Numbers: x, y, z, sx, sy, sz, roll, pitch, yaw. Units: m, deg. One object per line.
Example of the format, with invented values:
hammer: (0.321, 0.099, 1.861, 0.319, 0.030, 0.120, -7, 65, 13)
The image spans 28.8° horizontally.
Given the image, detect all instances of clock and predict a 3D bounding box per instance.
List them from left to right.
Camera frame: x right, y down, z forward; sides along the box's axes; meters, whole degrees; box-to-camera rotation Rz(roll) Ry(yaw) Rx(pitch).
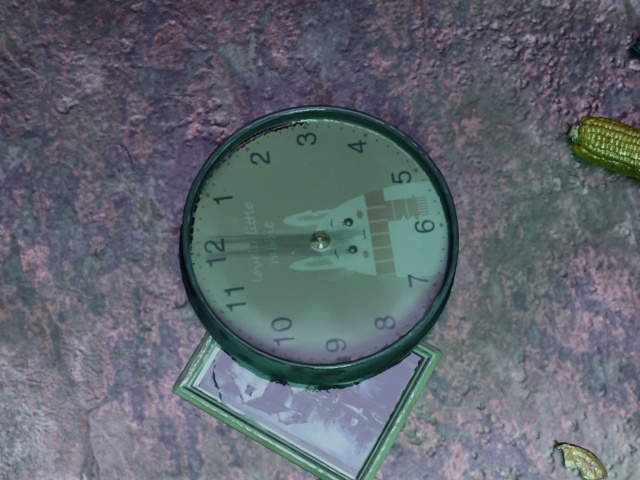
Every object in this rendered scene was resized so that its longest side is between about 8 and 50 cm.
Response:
clock: (0.000, 0.000, 1.669, 0.386, 0.076, 0.386, 1, 72, -3)

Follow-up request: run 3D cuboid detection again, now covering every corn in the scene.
corn: (0.440, -0.119, 1.717, 0.207, 0.068, 0.068, 20, 77, 5)

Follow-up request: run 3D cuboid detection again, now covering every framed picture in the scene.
framed picture: (-0.017, 0.175, 1.670, 0.296, 0.019, 0.232, 28, 78, 7)

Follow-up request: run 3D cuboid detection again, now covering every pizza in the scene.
pizza: (0.343, 0.292, 1.644, 0.083, 0.016, 0.037, 31, 77, 3)

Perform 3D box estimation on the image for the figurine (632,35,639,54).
figurine: (0.504, -0.313, 1.774, 0.077, 0.079, 0.136, 39, 103, 5)
